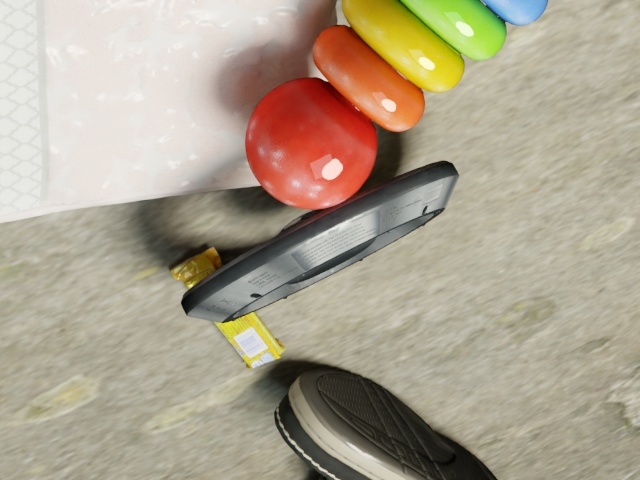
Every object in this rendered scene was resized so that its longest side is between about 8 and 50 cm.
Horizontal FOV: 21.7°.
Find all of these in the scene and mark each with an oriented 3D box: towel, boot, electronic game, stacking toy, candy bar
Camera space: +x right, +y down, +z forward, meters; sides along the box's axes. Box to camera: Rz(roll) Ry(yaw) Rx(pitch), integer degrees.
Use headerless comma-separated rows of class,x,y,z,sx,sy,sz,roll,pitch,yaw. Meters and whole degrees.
towel,-0.132,-0.148,1.098,0.317,0.053,0.332,-12,138,-18
boot,0.006,0.281,1.556,0.284,0.138,0.377,-39,144,12
electronic game,0.000,0.000,1.249,0.229,0.048,0.229,-27,176,-2
stacking toy,0.073,-0.156,1.110,0.330,0.141,0.141,-48,136,12
candy bar,-0.072,0.060,1.368,0.040,0.018,0.161,-28,140,4
